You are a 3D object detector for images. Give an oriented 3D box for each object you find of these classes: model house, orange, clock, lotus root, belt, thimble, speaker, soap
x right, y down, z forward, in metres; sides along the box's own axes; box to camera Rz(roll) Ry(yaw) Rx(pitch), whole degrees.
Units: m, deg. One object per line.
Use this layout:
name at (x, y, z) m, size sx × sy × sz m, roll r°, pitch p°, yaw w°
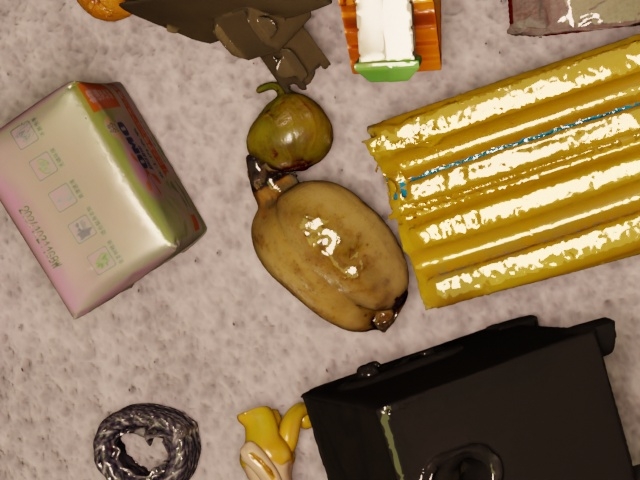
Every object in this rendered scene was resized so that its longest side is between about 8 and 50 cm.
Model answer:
model house at (-0.064, -0.266, 1.696) m, size 0.204 × 0.211 × 0.243 m, roll -47°, pitch 112°, yaw -31°
orange at (-0.213, -0.263, 1.764) m, size 0.083 × 0.070 × 0.083 m, roll 19°, pitch 130°, yaw 24°
clock at (0.058, -0.285, 1.659) m, size 0.106 × 0.220 × 0.255 m, roll -2°, pitch 103°, yaw 7°
lotus root at (0.000, 0.000, 1.736) m, size 0.221 × 0.118 × 0.125 m, roll 46°, pitch 111°, yaw 0°
belt at (0.273, -0.262, 1.667) m, size 0.201 × 0.128 × 0.124 m, roll -6°, pitch 94°, yaw 5°
thimble at (-0.180, 0.218, 1.813) m, size 0.104 × 0.066 × 0.095 m, roll -3°, pitch 94°, yaw 11°
speaker at (0.149, 0.186, 1.644) m, size 0.254 × 0.232 × 0.184 m, roll -18°, pitch 95°, yaw -17°
soap at (-0.225, -0.047, 1.734) m, size 0.138 × 0.182 × 0.199 m, roll -31°, pitch 91°, yaw 9°
soap at (0.224, -0.067, 1.709) m, size 0.324 × 0.096 × 0.204 m, roll -17°, pitch 92°, yaw 10°

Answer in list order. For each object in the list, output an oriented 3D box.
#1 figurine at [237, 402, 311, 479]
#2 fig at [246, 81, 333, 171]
figurine at (-0.031, 0.289, 1.761) m, size 0.131 × 0.156 × 0.246 m, roll -16°, pitch 79°, yaw 10°
fig at (-0.031, -0.118, 1.757) m, size 0.084 × 0.082 × 0.098 m, roll -15°, pitch 75°, yaw 44°
